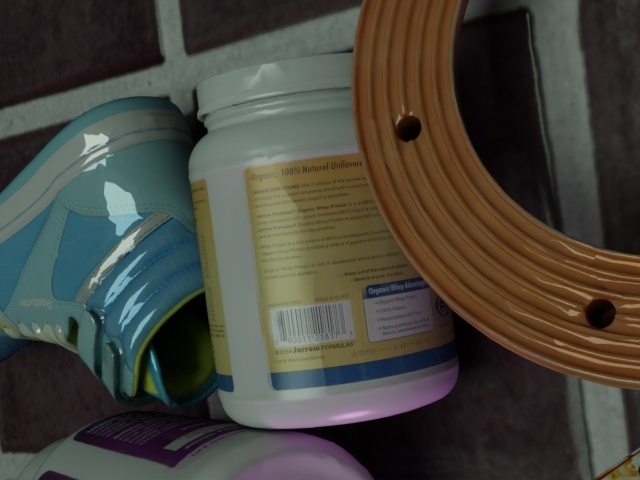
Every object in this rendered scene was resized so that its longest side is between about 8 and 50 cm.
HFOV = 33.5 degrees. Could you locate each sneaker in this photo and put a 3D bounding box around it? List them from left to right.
[{"bbox_3d":[-0.180,0.063,0.799,0.319,0.127,0.208,-41,68,35],"label":"sneaker"}]

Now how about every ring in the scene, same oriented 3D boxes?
[{"bbox_3d":[0.169,-0.097,0.497,0.336,0.032,0.337,-8,73,27],"label":"ring"}]

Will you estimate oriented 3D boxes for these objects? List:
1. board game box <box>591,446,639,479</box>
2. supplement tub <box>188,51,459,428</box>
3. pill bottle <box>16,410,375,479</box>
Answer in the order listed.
[{"bbox_3d":[0.232,0.110,0.448,0.193,0.045,0.147,-33,68,-5],"label":"board game box"},{"bbox_3d":[0.000,0.000,0.631,0.144,0.144,0.200,-7,91,39],"label":"supplement tub"},{"bbox_3d":[-0.098,0.200,0.698,0.301,0.169,0.169,-7,91,56],"label":"pill bottle"}]
